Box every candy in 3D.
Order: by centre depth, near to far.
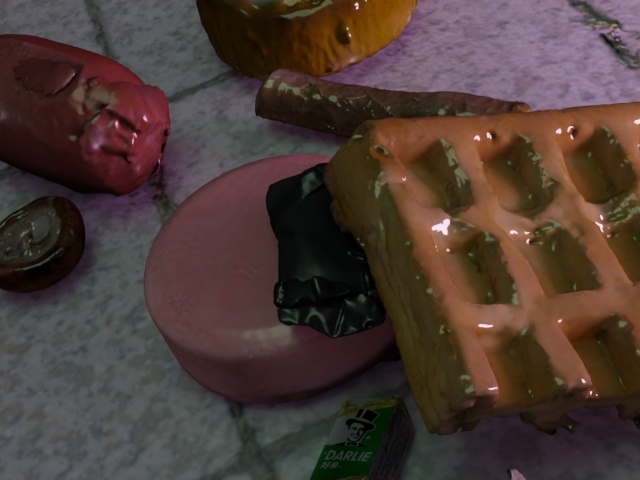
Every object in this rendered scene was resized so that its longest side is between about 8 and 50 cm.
[{"bbox_3d":[-0.031,0.032,0.999,0.255,0.094,0.255,-10,47,10],"label":"candy"},{"bbox_3d":[-0.014,-0.288,1.259,0.260,0.118,0.259,-10,45,10],"label":"candy"}]

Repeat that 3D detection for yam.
[{"bbox_3d":[0.069,-0.128,1.126,0.300,0.066,0.066,11,55,25],"label":"yam"}]

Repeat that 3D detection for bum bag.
[{"bbox_3d":[0.000,0.000,0.917,0.087,0.049,0.197,-10,46,3],"label":"bum bag"}]

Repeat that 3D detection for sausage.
[{"bbox_3d":[-0.280,-0.137,1.193,0.280,0.152,0.152,19,59,31],"label":"sausage"}]

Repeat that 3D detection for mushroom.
[{"bbox_3d":[-0.294,0.007,1.140,0.123,0.052,0.123,-14,41,12],"label":"mushroom"}]

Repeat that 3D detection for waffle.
[{"bbox_3d":[0.202,0.006,0.874,0.348,0.077,0.304,-5,50,-15],"label":"waffle"}]

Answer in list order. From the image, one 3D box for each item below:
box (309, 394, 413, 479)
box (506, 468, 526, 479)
[{"bbox_3d":[0.017,0.202,0.840,0.050,0.041,0.207,-6,34,28],"label":"box"},{"bbox_3d":[0.155,0.271,0.600,0.166,0.290,0.220,-22,45,16],"label":"box"}]
